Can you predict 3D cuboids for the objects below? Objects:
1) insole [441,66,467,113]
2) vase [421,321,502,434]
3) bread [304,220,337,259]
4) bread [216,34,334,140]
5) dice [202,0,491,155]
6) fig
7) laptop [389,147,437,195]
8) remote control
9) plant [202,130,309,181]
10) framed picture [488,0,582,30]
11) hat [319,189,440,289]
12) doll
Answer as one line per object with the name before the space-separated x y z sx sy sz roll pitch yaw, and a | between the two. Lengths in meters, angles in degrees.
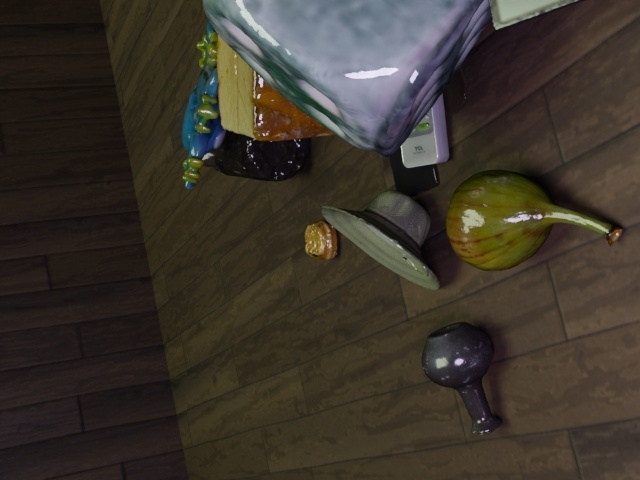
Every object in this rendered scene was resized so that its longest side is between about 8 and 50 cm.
insole | 0.174 -0.347 1.674 0.327 0.007 0.111 68 150 29
vase | 0.238 0.228 1.585 0.120 0.120 0.182 -14 98 65
bread | 0.000 0.000 2.087 0.111 0.044 0.083 -176 81 -67
bread | -0.041 -0.339 1.827 0.207 0.279 0.278 23 120 59
dice | 0.059 -0.345 1.404 0.348 0.330 0.328 40 178 7
fig | 0.287 -0.026 1.371 0.259 0.151 0.151 6 102 60
laptop | 0.158 -0.180 1.746 0.135 0.016 0.197 -18 81 63
remote control | 0.166 -0.251 1.662 0.103 0.034 0.250 -2 94 58
plant | -0.155 -0.226 2.220 0.321 0.194 0.181 23 104 57
framed picture | 0.327 -0.412 1.145 0.324 0.013 0.244 -15 81 33
hat | 0.131 -0.028 1.713 0.110 0.252 0.252 -54 26 -9
doll | -0.227 -0.281 2.032 0.341 0.099 0.345 146 131 -72
